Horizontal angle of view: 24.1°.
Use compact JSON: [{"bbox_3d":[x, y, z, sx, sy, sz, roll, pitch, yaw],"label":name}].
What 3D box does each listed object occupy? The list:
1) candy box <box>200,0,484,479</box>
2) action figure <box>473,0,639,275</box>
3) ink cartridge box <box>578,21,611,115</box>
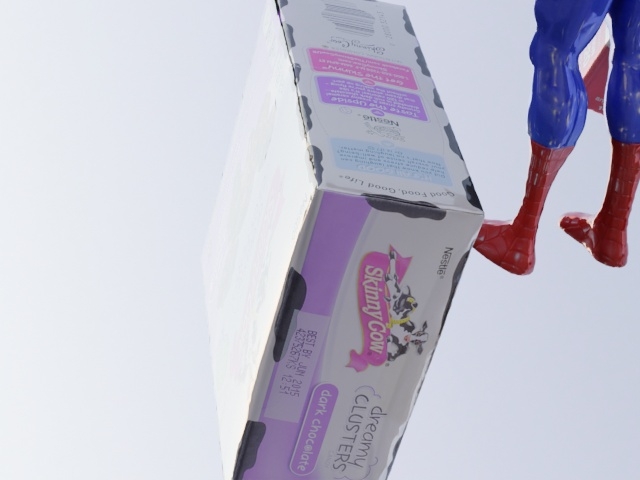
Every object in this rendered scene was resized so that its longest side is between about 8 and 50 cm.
[{"bbox_3d":[0.000,0.000,0.676,0.196,0.070,0.164,-103,-155,-57],"label":"candy box"},{"bbox_3d":[0.105,-0.140,0.643,0.139,0.091,0.280,46,-49,47],"label":"action figure"},{"bbox_3d":[0.250,-0.139,0.780,0.159,0.092,0.218,22,-42,-4],"label":"ink cartridge box"}]
